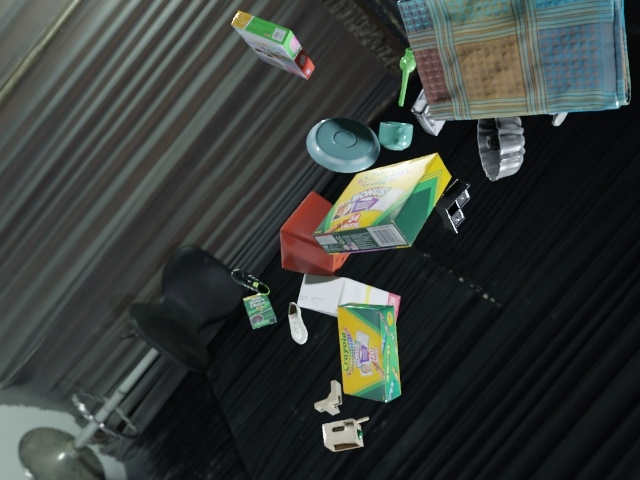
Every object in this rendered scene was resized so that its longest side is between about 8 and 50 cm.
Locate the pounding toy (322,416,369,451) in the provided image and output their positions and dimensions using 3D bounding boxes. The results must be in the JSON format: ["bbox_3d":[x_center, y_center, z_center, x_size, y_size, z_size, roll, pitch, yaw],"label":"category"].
[{"bbox_3d":[0.092,0.653,1.921,0.130,0.141,0.100,60,19,-55],"label":"pounding toy"}]

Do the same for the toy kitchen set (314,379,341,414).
[{"bbox_3d":[0.034,0.515,1.821,0.068,0.083,0.075,46,27,-33],"label":"toy kitchen set"}]

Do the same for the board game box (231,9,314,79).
[{"bbox_3d":[-0.180,-0.767,2.215,0.242,0.064,0.316,27,1,17],"label":"board game box"}]

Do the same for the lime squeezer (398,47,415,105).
[{"bbox_3d":[0.334,-0.640,2.003,0.058,0.311,0.110,6,-25,38],"label":"lime squeezer"}]

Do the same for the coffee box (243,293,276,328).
[{"bbox_3d":[-0.278,0.317,2.552,0.184,0.113,0.041,-120,-162,-52],"label":"coffee box"}]

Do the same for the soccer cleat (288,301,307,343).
[{"bbox_3d":[-0.106,0.359,2.433,0.076,0.068,0.196,65,6,-48],"label":"soccer cleat"}]

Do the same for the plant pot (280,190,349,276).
[{"bbox_3d":[0.000,0.000,2.398,0.235,0.267,0.267,25,-36,18],"label":"plant pot"}]

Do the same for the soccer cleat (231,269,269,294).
[{"bbox_3d":[-0.289,0.173,2.334,0.178,0.060,0.072,31,-11,-17],"label":"soccer cleat"}]

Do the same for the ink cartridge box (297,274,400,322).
[{"bbox_3d":[0.132,0.275,2.554,0.384,0.161,0.279,21,-13,-41],"label":"ink cartridge box"}]

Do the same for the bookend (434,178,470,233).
[{"bbox_3d":[0.573,-0.142,2.352,0.072,0.156,0.157,32,-17,47],"label":"bookend"}]

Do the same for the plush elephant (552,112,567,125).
[{"bbox_3d":[0.904,-0.608,2.264,0.329,0.256,0.272,4,-26,29],"label":"plush elephant"}]

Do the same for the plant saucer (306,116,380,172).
[{"bbox_3d":[0.099,-0.420,2.377,0.317,0.317,0.044,40,-29,20],"label":"plant saucer"}]

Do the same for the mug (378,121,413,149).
[{"bbox_3d":[0.289,-0.407,2.189,0.129,0.098,0.157,13,19,23],"label":"mug"}]

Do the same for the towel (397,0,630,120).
[{"bbox_3d":[0.335,-0.339,0.992,0.370,0.040,0.272,3,-48,38],"label":"towel"}]

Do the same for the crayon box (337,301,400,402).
[{"bbox_3d":[0.146,0.333,1.703,0.165,0.279,0.081,-2,4,43],"label":"crayon box"}]

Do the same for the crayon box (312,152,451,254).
[{"bbox_3d":[0.190,-0.110,1.776,0.362,0.313,0.106,-8,-50,49],"label":"crayon box"}]

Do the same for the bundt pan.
[{"bbox_3d":[0.770,-0.421,2.372,0.331,0.124,0.331,-7,90,-89],"label":"bundt pan"}]

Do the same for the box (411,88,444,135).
[{"bbox_3d":[0.449,-0.543,2.132,0.056,0.231,0.183,29,-2,34],"label":"box"}]
